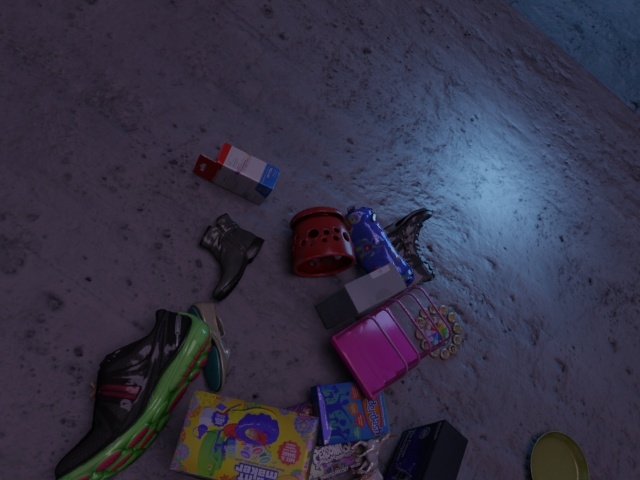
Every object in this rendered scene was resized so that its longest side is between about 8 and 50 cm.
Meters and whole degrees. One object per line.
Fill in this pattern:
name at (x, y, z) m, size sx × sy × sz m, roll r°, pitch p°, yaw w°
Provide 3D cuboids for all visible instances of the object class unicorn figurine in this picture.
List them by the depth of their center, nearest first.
unicorn figurine at (0.137, 0.579, 1.513) m, size 0.111 × 0.162 × 0.060 m, roll -10°, pitch 35°, yaw -29°

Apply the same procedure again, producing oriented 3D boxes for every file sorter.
file sorter at (0.216, 0.279, 1.599) m, size 0.290 × 0.182 × 0.202 m, roll -22°, pitch 74°, yaw -49°

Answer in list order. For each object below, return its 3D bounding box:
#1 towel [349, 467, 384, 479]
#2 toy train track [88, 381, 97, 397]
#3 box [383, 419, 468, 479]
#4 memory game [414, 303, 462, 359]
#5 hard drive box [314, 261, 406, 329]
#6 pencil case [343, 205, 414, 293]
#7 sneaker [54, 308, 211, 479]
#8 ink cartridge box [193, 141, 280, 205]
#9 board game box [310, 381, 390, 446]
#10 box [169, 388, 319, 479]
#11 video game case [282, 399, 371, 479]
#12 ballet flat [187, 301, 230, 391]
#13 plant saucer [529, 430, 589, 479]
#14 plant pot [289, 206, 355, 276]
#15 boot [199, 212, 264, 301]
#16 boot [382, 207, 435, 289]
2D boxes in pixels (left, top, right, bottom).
towel at (0.127, 0.787, 1.504) m, size 0.187 × 0.049 × 0.282 m, roll -14°, pitch 77°, yaw -28°
toy train track at (-0.545, 0.386, 1.387) m, size 0.083 × 0.014 × 0.048 m, roll 49°, pitch 53°, yaw -6°
box at (0.272, 0.637, 1.513) m, size 0.103 × 0.184 × 0.261 m, roll 45°, pitch 47°, yaw -9°
memory game at (0.389, 0.297, 1.824) m, size 0.186 × 0.012 × 0.186 m, roll 8°, pitch 68°, yaw -20°
hard drive box at (0.113, 0.166, 1.628) m, size 0.181 × 0.232 × 0.089 m, roll -23°, pitch 81°, yaw -29°
pencil case at (0.176, 0.032, 1.746) m, size 0.306 × 0.133 × 0.119 m, roll 59°, pitch 25°, yaw 14°
sneaker at (-0.464, 0.376, 1.355) m, size 0.202 × 0.185 × 0.483 m, roll 28°, pitch 62°, yaw 14°
ink cartridge box at (-0.253, -0.207, 1.668) m, size 0.231 × 0.134 × 0.078 m, roll 26°, pitch 63°, yaw -13°
board game box at (0.085, 0.478, 1.554) m, size 0.210 × 0.047 × 0.160 m, roll 1°, pitch 68°, yaw -26°
box at (-0.162, 0.493, 1.309) m, size 0.290 × 0.279 × 0.177 m, roll 12°, pitch 65°, yaw 4°
video game case at (0.026, 0.544, 1.556) m, size 0.232 × 0.042 × 0.210 m, roll -9°, pitch 73°, yaw -26°
ballet flat at (-0.285, 0.281, 1.506) m, size 0.086 × 0.086 × 0.248 m, roll -12°, pitch 75°, yaw -27°
plant saucer at (0.766, 0.745, 1.802) m, size 0.241 × 0.037 × 0.241 m, roll 9°, pitch 67°, yaw -21°
plant pot at (0.000, 0.000, 1.668) m, size 0.191 × 0.191 × 0.174 m, roll 0°, pitch 68°, yaw -23°
boot at (-0.284, 0.046, 1.602) m, size 0.161 × 0.083 × 0.246 m, roll 32°, pitch 56°, yaw -2°
boot at (0.316, 0.032, 1.857) m, size 0.263 × 0.091 × 0.229 m, roll -29°, pitch 85°, yaw -19°
